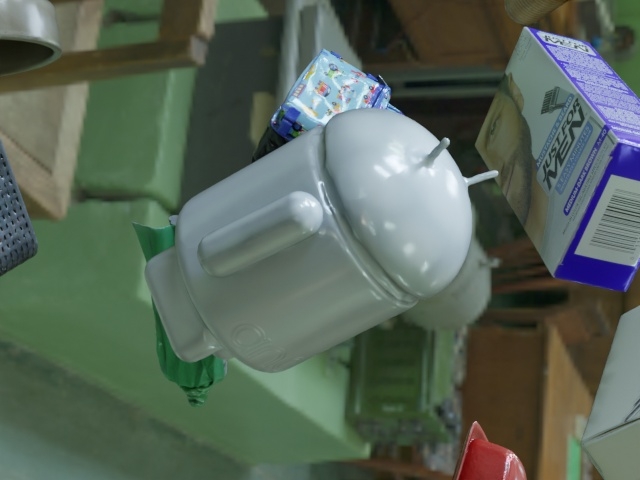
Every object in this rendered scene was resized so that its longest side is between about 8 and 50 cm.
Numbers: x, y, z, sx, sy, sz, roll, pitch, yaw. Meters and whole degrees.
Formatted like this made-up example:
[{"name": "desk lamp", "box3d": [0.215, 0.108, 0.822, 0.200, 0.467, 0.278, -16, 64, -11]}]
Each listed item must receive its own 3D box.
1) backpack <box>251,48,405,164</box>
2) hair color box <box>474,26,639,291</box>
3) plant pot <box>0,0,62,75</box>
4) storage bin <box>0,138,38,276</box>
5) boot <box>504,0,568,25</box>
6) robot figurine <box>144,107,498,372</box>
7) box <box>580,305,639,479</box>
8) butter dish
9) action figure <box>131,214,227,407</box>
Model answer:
[{"name": "backpack", "box3d": [0.034, -0.107, 1.398, 0.158, 0.173, 0.117, -54, 177, -38]}, {"name": "hair color box", "box3d": [0.308, -0.109, 1.535, 0.339, 0.110, 0.185, -106, -148, -59]}, {"name": "plant pot", "box3d": [-0.502, -0.360, 1.588, 0.323, 0.323, 0.280, -2, 86, -70]}, {"name": "storage bin", "box3d": [-0.339, -0.049, 1.100, 0.084, 0.122, 0.180, -36, 120, -45]}, {"name": "boot", "box3d": [0.295, -0.359, 1.250, 0.295, 0.104, 0.211, -62, -171, -23]}, {"name": "robot figurine", "box3d": [0.000, 0.000, 1.235, 0.199, 0.353, 0.300, 65, 22, 10]}, {"name": "box", "box3d": [0.358, 0.162, 1.303, 0.113, 0.094, 0.275, 53, 31, -9]}, {"name": "butter dish", "box3d": [0.257, 0.366, 1.805, 0.159, 0.118, 0.160, -68, 152, -26]}, {"name": "action figure", "box3d": [-0.146, 0.088, 1.448, 0.063, 0.137, 0.232, -55, 149, -67]}]
